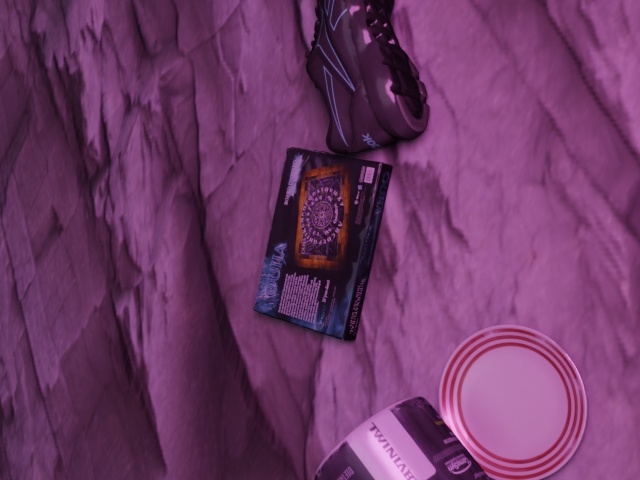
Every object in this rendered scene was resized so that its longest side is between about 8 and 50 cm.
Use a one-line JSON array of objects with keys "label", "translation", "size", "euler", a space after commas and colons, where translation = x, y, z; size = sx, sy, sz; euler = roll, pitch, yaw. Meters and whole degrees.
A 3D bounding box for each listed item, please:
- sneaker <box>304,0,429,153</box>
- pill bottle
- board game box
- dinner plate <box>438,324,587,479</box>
[{"label": "sneaker", "translation": [0.024, -0.215, 0.883], "size": [0.106, 0.101, 0.267], "euler": [-22, 72, 34]}, {"label": "pill bottle", "translation": [0.113, 0.266, 0.744], "size": [0.130, 0.130, 0.245], "euler": [-49, 63, 20]}, {"label": "board game box", "translation": [0.000, 0.000, 0.920], "size": [0.126, 0.026, 0.186], "euler": [15, 93, 36]}, {"label": "dinner plate", "translation": [0.173, 0.147, 0.787], "size": [0.141, 0.017, 0.141], "euler": [-4, 82, 36]}]
